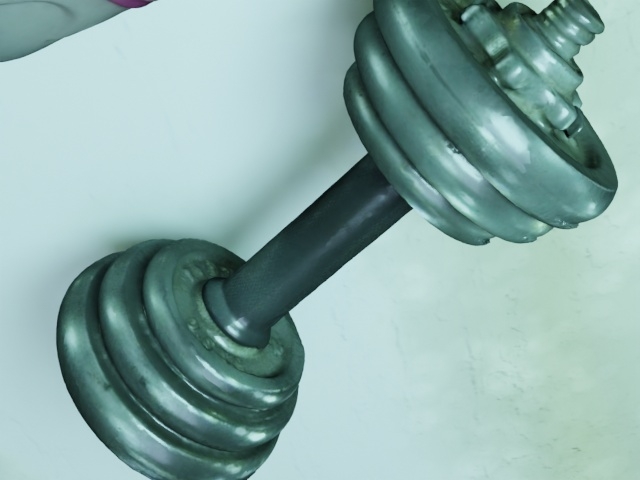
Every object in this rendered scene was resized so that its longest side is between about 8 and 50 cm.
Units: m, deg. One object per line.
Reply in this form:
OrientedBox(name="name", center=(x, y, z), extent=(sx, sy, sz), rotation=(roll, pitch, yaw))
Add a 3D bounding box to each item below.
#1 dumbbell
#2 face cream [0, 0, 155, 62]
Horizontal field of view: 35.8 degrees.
OrientedBox(name="dumbbell", center=(0.000, 0.000, 0.596), extent=(0.179, 0.179, 0.406), rotation=(33, 120, -30))
OrientedBox(name="face cream", center=(-0.098, -0.189, 0.419), extent=(0.194, 0.175, 0.175), rotation=(-26, 129, 13))
